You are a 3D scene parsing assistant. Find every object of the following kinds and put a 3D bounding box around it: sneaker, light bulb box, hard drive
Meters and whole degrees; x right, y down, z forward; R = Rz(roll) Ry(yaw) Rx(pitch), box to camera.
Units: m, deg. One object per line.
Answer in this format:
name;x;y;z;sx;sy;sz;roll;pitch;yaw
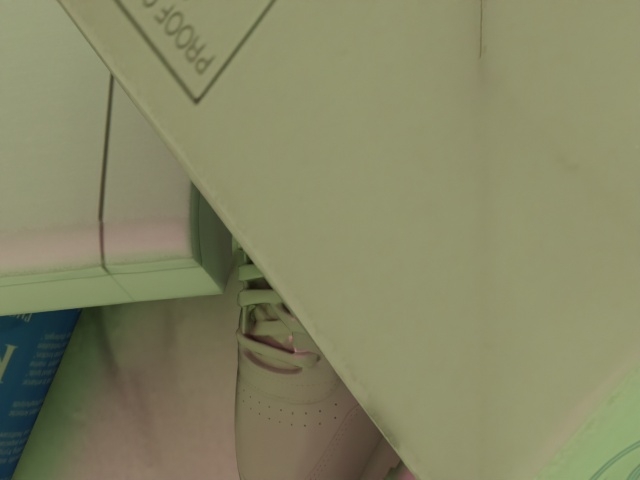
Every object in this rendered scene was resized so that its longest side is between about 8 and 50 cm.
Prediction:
sneaker;0.000;0.000;0.796;0.090;0.095;0.235;14;91;38
light bulb box;0.113;-0.113;0.556;0.225;0.361;0.358;-51;54;21
hard drive;-0.203;-0.074;0.781;0.353;0.047;0.233;-6;63;16

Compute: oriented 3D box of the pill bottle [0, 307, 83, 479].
pill bottle;-0.188;0.061;0.914;0.124;0.124;0.221;29;100;39
